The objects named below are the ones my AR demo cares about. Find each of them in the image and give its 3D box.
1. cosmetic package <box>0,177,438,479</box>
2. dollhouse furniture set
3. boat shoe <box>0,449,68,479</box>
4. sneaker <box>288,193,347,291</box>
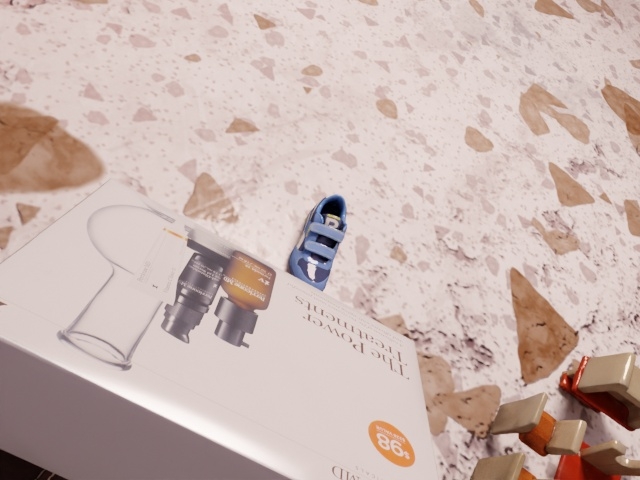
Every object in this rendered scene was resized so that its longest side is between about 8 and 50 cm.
[{"bbox_3d":[-0.082,0.110,0.532,0.377,0.097,0.284,29,23,-9],"label":"cosmetic package"},{"bbox_3d":[0.329,0.273,0.730,0.262,0.135,0.259,36,60,-3],"label":"dollhouse furniture set"},{"bbox_3d":[-0.279,0.203,0.399,0.123,0.123,0.342,21,47,29],"label":"boat shoe"},{"bbox_3d":[0.000,0.000,0.754,0.053,0.059,0.144,24,52,-16],"label":"sneaker"}]
